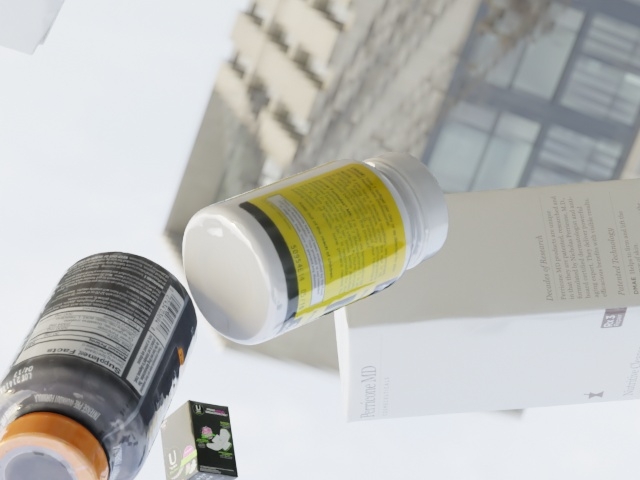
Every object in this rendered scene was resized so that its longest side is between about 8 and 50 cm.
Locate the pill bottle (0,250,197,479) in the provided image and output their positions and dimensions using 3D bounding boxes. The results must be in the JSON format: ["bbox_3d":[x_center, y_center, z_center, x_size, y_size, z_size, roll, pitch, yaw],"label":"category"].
[{"bbox_3d":[-0.185,0.120,1.434,0.130,0.130,0.245,20,-149,0],"label":"pill bottle"}]

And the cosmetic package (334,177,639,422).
[{"bbox_3d":[0.205,0.060,1.832,0.385,0.217,0.156,-7,-122,-1],"label":"cosmetic package"}]

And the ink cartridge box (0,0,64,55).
[{"bbox_3d":[-0.302,-0.276,1.313,0.273,0.197,0.114,17,151,-20],"label":"ink cartridge box"}]

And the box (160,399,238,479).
[{"bbox_3d":[-0.127,0.218,1.896,0.052,0.062,0.083,15,-128,-35],"label":"box"}]

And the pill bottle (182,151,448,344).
[{"bbox_3d":[0.000,0.000,1.509,0.208,0.119,0.119,-22,-141,-37],"label":"pill bottle"}]
